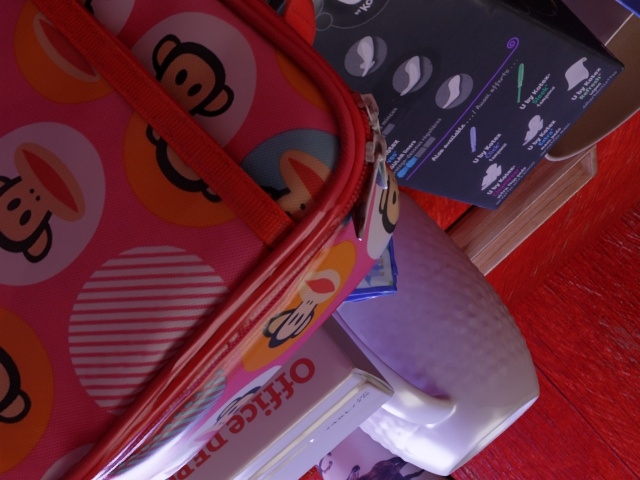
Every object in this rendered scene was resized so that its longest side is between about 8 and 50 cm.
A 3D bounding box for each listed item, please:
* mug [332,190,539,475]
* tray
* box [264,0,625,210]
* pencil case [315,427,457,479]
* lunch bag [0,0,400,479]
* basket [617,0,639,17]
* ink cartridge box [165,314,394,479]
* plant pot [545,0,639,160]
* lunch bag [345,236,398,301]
[{"bbox_3d":[0.105,0.137,1.135,0.276,0.328,0.374,-47,159,15],"label":"mug"},{"bbox_3d":[0.327,-0.029,1.574,0.411,0.076,0.203,-44,160,6],"label":"tray"},{"bbox_3d":[0.039,-0.142,0.559,0.270,0.165,0.143,10,129,-41],"label":"box"},{"bbox_3d":[0.057,0.303,1.325,0.160,0.410,0.183,-52,146,11],"label":"pencil case"},{"bbox_3d":[-0.110,-0.056,0.392,0.258,0.293,0.120,-46,161,3],"label":"lunch bag"},{"bbox_3d":[0.093,-0.249,0.434,0.201,0.255,0.289,-44,141,5],"label":"basket"},{"bbox_3d":[-0.107,0.081,0.716,0.198,0.270,0.197,-41,160,1],"label":"ink cartridge box"},{"bbox_3d":[0.250,-0.242,0.807,0.284,0.191,0.284,-36,159,-16],"label":"plant pot"},{"bbox_3d":[0.000,0.000,0.868,0.151,0.129,0.096,-10,170,21],"label":"lunch bag"}]
